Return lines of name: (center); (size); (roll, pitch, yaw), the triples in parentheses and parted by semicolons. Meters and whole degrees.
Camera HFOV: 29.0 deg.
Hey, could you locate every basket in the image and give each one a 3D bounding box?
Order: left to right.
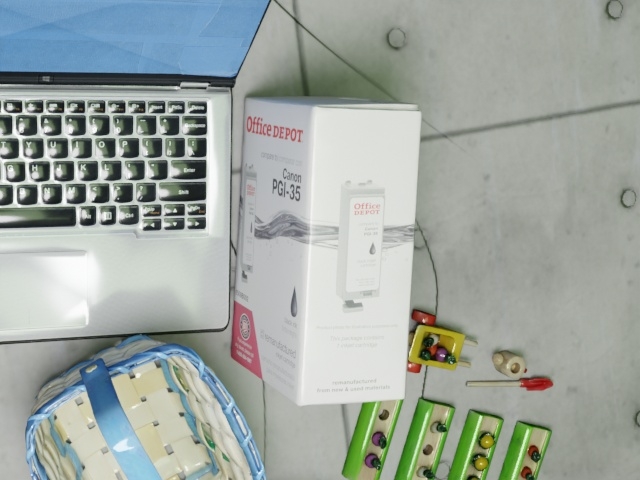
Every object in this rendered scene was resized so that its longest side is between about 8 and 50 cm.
basket: (-0.158, 0.217, 1.156); (0.201, 0.289, 0.255); (-26, 112, -7)

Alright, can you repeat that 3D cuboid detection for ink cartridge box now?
ink cartridge box: (0.000, 0.000, 1.227); (0.117, 0.207, 0.283); (0, 98, -22)

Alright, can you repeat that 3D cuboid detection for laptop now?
laptop: (-0.233, -0.083, 1.110); (0.381, 0.236, 0.408); (-2, 99, -20)

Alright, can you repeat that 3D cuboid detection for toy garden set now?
toy garden set: (0.168, 0.201, 1.409); (0.244, 0.049, 0.204); (16, 93, -22)
